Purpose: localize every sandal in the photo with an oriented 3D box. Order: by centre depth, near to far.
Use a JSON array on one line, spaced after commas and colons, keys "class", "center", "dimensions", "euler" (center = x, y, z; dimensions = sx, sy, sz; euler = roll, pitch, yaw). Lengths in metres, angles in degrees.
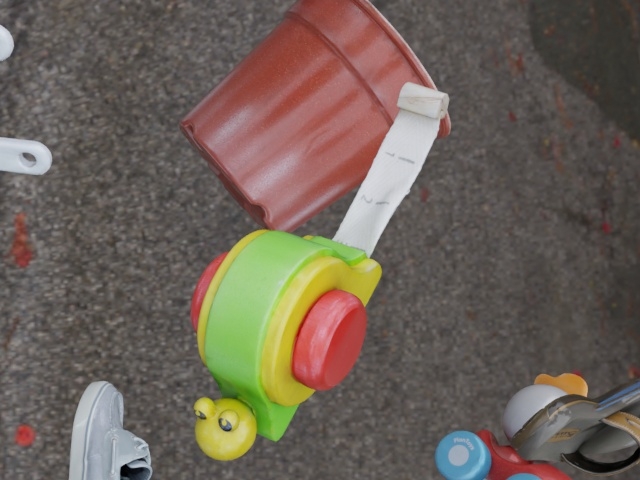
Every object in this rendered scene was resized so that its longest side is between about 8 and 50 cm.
[{"class": "sandal", "center": [0.253, 0.172, 0.929], "dimensions": [0.219, 0.090, 0.060], "euler": [7, 37, -47]}]

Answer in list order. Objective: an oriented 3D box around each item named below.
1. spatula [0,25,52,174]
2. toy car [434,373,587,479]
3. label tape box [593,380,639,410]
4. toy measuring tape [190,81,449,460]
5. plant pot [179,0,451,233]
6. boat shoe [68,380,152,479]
[{"class": "spatula", "center": [-0.243, -0.098, 0.455], "dimensions": [0.019, 0.242, 0.168], "euler": [-79, 174, -54]}, {"class": "toy car", "center": [0.315, 0.295, 1.486], "dimensions": [0.238, 0.210, 0.219], "euler": [-53, 143, -8]}, {"class": "label tape box", "center": [0.317, 0.028, 0.465], "dimensions": [0.241, 0.333, 0.105], "euler": [-20, 73, -26]}, {"class": "toy measuring tape", "center": [0.000, 0.000, 0.736], "dimensions": [0.121, 0.121, 0.330], "euler": [45, 66, -38]}, {"class": "plant pot", "center": [-0.021, -0.157, 1.365], "dimensions": [0.265, 0.272, 0.272], "euler": [-40, 122, -5]}, {"class": "boat shoe", "center": [-0.212, 0.243, 1.085], "dimensions": [0.079, 0.081, 0.227], "euler": [82, 3, -46]}]
